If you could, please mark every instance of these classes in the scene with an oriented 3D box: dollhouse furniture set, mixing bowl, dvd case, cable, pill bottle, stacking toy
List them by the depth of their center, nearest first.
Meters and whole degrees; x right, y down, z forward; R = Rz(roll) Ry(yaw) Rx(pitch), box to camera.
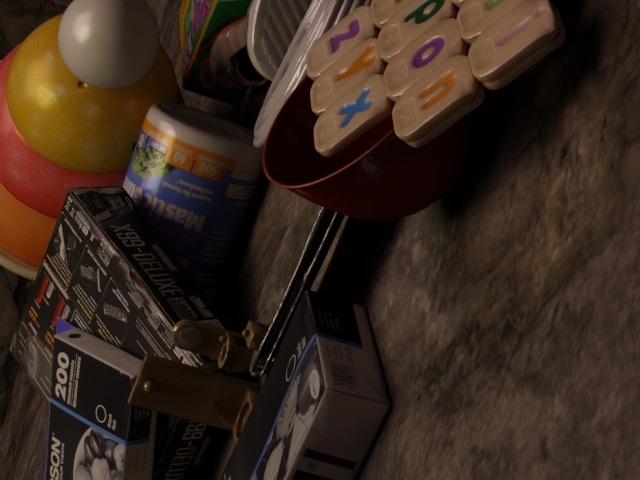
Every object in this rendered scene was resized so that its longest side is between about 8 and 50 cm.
[{"bbox_3d":[0.054,-0.083,1.348,0.181,0.098,0.181,-32,32,23],"label":"mixing bowl"},{"bbox_3d":[0.000,0.000,1.542,0.221,0.018,0.164,-65,-3,20],"label":"dvd case"},{"bbox_3d":[0.024,-0.179,1.550,0.257,0.089,0.257,-66,8,-23],"label":"cable"},{"bbox_3d":[-0.102,0.145,1.657,0.151,0.123,0.144,-111,40,-66],"label":"dollhouse furniture set"},{"bbox_3d":[-0.173,-0.012,2.019,0.152,0.152,0.272,-123,51,-70],"label":"pill bottle"},{"bbox_3d":[-0.288,-0.165,2.114,0.480,0.350,0.351,124,159,-68],"label":"stacking toy"}]

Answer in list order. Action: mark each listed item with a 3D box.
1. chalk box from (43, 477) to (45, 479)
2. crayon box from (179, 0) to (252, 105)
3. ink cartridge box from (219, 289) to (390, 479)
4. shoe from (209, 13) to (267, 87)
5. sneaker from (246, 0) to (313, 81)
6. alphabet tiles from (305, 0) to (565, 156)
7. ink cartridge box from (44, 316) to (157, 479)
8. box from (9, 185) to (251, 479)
[{"bbox_3d":[-0.280,0.386,2.012,0.132,0.132,0.213,127,154,-52],"label":"chalk box"},{"bbox_3d":[-0.127,-0.321,2.323,0.278,0.081,0.165,-100,31,-59],"label":"crayon box"},{"bbox_3d":[-0.039,0.223,1.473,0.165,0.065,0.333,-105,34,-62],"label":"ink cartridge box"},{"bbox_3d":[-0.088,-0.231,2.098,0.219,0.076,0.058,-39,32,61],"label":"shoe"},{"bbox_3d":[0.013,-0.300,1.738,0.321,0.126,0.127,-64,19,-7],"label":"sneaker"},{"bbox_3d":[0.102,-0.180,1.286,0.278,0.021,0.284,-37,29,19],"label":"alphabet tiles"},{"bbox_3d":[-0.254,0.208,1.853,0.208,0.045,0.206,21,110,48],"label":"ink cartridge box"},{"bbox_3d":[-0.216,0.126,1.895,0.307,0.076,0.242,48,127,35],"label":"box"}]
